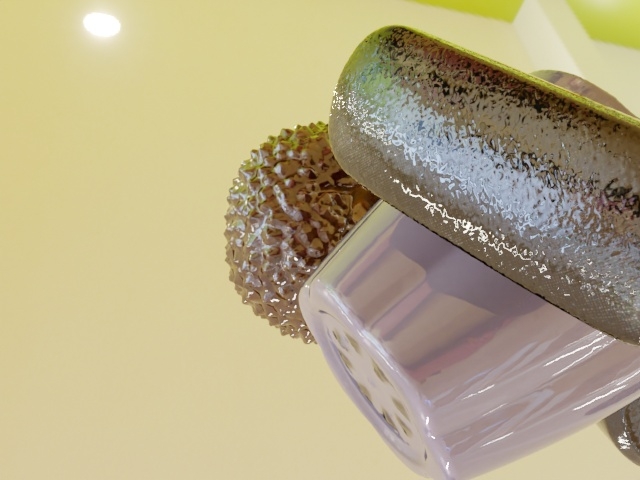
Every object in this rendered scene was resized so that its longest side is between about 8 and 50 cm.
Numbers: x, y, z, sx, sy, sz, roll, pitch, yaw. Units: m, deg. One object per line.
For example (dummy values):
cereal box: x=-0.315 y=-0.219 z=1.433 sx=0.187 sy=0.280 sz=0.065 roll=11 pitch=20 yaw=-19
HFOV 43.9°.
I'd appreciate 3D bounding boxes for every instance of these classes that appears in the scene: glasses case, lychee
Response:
glasses case: x=0.107 y=-0.040 z=0.443 sx=0.067 sy=0.103 sz=0.267 roll=-4 pitch=-149 yaw=-47
lychee: x=0.000 y=0.000 z=0.938 sx=0.267 sy=0.267 sz=0.267 roll=13 pitch=-138 yaw=-12

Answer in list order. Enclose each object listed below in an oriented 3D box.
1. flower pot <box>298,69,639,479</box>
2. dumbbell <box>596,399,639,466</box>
flower pot: x=0.131 y=0.048 z=0.604 sx=0.243 sy=0.265 sz=0.265 roll=-36 pitch=-116 yaw=-15
dumbbell: x=0.340 y=0.087 z=0.893 sx=0.204 sy=0.203 sz=0.322 roll=10 pitch=-162 yaw=-14
